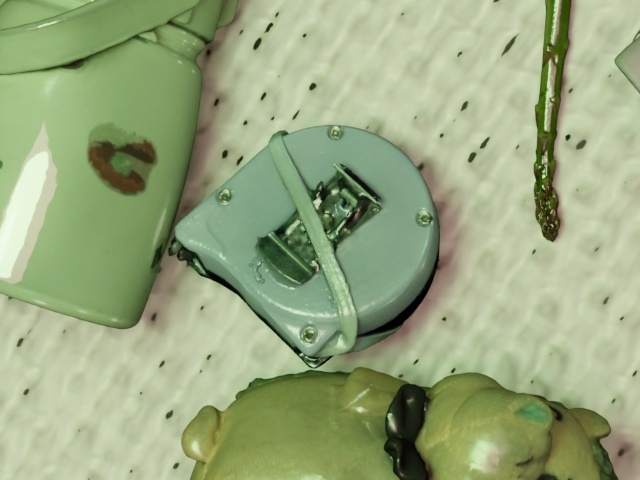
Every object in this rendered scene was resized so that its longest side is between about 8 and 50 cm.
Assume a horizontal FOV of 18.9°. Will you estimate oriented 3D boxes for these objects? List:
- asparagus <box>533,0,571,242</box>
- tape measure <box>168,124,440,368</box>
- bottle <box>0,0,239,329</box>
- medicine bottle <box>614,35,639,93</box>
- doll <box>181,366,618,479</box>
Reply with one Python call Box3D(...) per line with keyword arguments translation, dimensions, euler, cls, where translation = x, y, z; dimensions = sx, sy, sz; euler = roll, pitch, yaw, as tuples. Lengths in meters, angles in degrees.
Box3D(translation=(0.189, -0.122, 1.557), dimensions=(0.024, 0.025, 0.248), euler=(1, 94, -33), cls="asparagus")
Box3D(translation=(0.004, -0.003, 1.535), dimensions=(0.182, 0.107, 0.181), euler=(37, 79, 18), cls="tape measure")
Box3D(translation=(-0.193, -0.124, 1.528), dimensions=(0.229, 0.229, 0.352), euler=(19, 90, 8), cls="bottle")
Box3D(translation=(0.406, -0.163, 1.423), dimensions=(0.325, 0.212, 0.212), euler=(-40, 86, 9), cls="medicine bottle")
Box3D(translation=(0.065, 0.206, 1.490), dimensions=(0.349, 0.247, 0.247), euler=(1, 93, 0), cls="doll")
